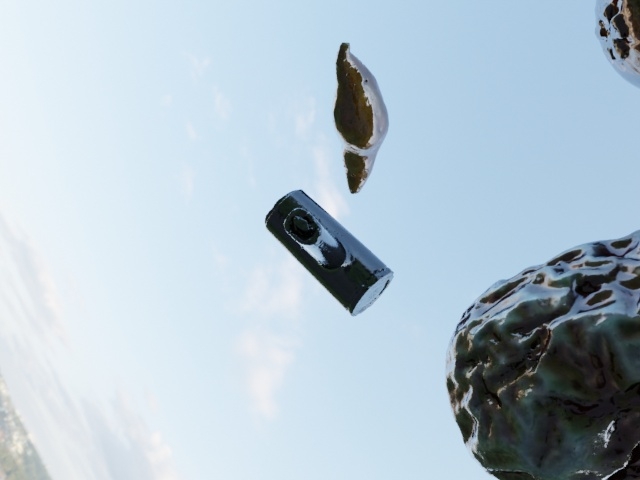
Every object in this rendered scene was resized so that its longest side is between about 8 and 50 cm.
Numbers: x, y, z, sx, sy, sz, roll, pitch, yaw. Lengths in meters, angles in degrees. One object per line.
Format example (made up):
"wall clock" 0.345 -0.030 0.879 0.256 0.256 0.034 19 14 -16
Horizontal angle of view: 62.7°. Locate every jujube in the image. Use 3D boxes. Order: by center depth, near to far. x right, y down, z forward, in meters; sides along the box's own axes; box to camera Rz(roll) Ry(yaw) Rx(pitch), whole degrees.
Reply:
"jujube" 0.271 0.104 0.438 0.317 0.226 0.226 -27 -89 31

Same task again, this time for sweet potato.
"sweet potato" 0.081 -0.235 1.048 0.112 0.112 0.359 35 -23 34

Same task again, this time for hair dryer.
"hair dryer" 0.000 0.000 0.699 0.197 0.089 0.251 45 -2 14

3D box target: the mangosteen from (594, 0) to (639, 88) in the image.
"mangosteen" 0.448 -0.279 0.583 0.257 0.215 0.215 -19 -80 13
